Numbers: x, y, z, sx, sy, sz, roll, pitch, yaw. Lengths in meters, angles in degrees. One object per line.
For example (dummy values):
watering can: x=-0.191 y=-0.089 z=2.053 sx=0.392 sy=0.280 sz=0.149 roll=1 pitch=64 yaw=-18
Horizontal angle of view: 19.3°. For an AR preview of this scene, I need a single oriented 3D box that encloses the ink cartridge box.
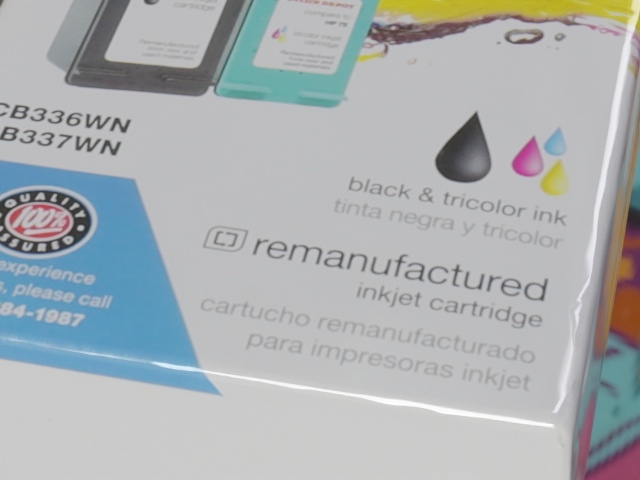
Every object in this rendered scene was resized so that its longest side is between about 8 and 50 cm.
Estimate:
ink cartridge box: x=0.000 y=0.000 z=0.625 sx=0.197 sy=0.198 sz=0.270 roll=88 pitch=14 yaw=-47
